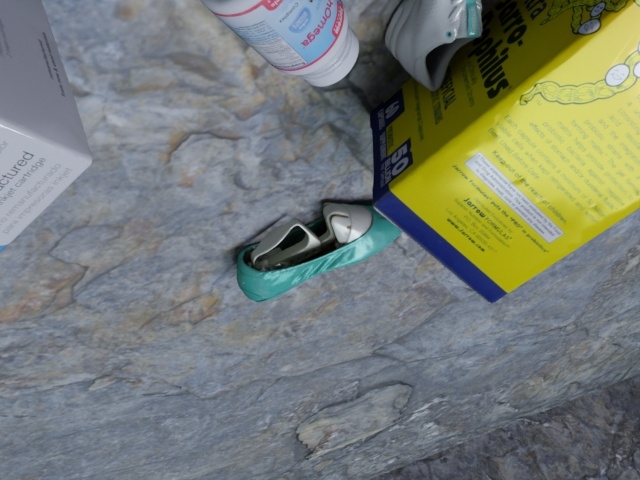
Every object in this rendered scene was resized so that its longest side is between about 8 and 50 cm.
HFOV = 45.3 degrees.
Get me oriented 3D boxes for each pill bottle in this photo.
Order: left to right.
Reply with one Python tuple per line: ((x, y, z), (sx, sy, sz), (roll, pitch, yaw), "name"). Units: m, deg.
((-0.030, -0.201, 0.674), (0.087, 0.087, 0.160), (-36, 149, 16), "pill bottle")

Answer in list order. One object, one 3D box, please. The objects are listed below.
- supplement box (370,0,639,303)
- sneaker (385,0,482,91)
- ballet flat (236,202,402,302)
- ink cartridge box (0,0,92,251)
((0.242, -0.138, 0.789), (0.195, 0.194, 0.356), (38, 120, -24), "supplement box")
((0.131, -0.239, 0.733), (0.080, 0.094, 0.212), (-11, 146, -22), "sneaker")
((0.000, 0.000, 1.019), (0.247, 0.083, 0.087), (-26, 136, -5), "ballet flat")
((-0.332, -0.102, 0.484), (0.198, 0.197, 0.270), (-39, 147, 19), "ink cartridge box")
